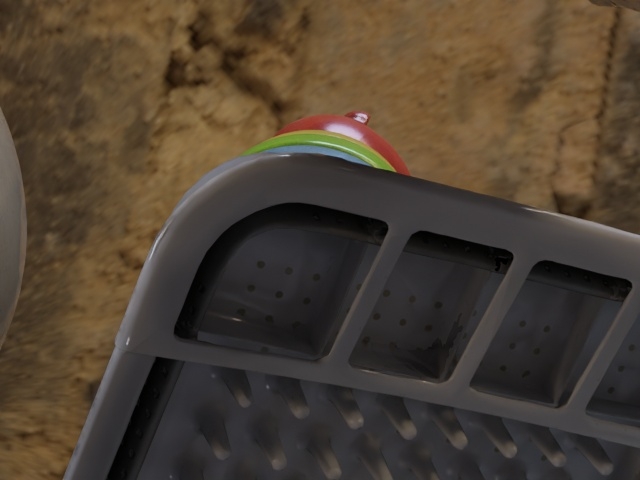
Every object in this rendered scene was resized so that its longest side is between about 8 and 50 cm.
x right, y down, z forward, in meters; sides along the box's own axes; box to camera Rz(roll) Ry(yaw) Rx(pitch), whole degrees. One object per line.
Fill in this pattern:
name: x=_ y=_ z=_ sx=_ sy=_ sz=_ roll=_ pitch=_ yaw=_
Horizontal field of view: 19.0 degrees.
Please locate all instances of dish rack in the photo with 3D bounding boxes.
dish rack: x=0.014 y=0.118 z=0.801 sx=0.285 sy=0.072 sz=0.333 roll=13 pitch=-68 yaw=-26

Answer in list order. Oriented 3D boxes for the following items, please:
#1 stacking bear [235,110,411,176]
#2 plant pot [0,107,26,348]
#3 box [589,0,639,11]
stacking bear: x=0.000 y=0.000 z=1.242 sx=0.164 sy=0.289 sz=0.175 roll=26 pitch=-70 yaw=-4
plant pot: x=-0.286 y=-0.003 z=0.829 sx=0.284 sy=0.191 sz=0.284 roll=0 pitch=-87 yaw=2
box: x=0.170 y=-0.230 z=0.649 sx=0.182 sy=0.294 sz=0.296 roll=34 pitch=-88 yaw=-18
